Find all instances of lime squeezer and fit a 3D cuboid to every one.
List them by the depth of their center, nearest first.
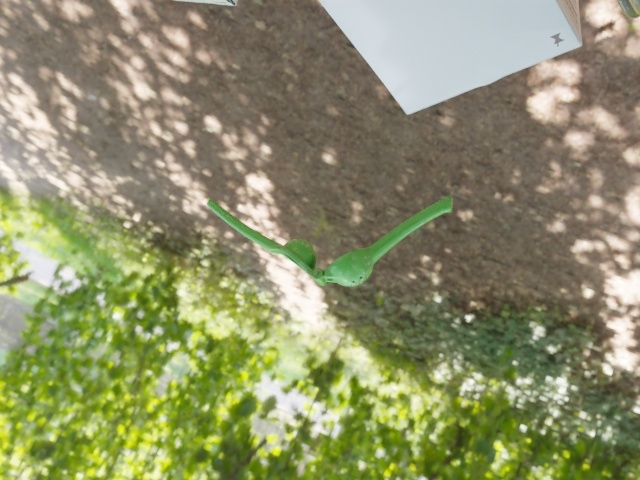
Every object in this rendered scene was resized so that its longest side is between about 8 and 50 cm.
[{"bbox_3d":[0.000,0.000,0.966,0.310,0.110,0.059,0,180,16],"label":"lime squeezer"}]

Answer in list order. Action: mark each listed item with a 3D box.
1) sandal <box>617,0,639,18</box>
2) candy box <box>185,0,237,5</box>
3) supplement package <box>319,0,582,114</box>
[{"bbox_3d":[0.193,-0.210,0.509,0.049,0.072,0.180,-19,149,26],"label":"sandal"},{"bbox_3d":[-0.223,-0.399,1.098,0.165,0.070,0.196,13,176,30],"label":"candy box"},{"bbox_3d":[0.135,-0.315,0.832,0.199,0.262,0.198,-18,135,32],"label":"supplement package"}]
